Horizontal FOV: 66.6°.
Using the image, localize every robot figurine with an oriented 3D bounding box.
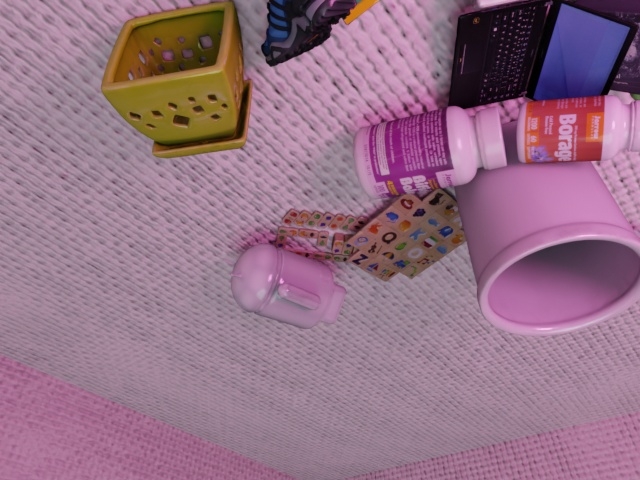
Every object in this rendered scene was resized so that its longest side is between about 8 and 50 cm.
[{"bbox_3d":[-0.104,0.131,1.395,0.353,0.200,0.300,21,175,-24],"label":"robot figurine"}]

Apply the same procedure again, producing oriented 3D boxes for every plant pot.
[{"bbox_3d":[-0.251,-0.297,0.949,0.228,0.227,0.207,-7,143,8],"label":"plant pot"}]

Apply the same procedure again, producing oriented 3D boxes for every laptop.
[{"bbox_3d":[0.401,-0.320,0.936,0.264,0.137,0.234,-11,147,2],"label":"laptop"}]

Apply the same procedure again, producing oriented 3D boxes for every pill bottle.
[{"bbox_3d":[0.236,-0.192,1.053,0.301,0.169,0.169,-8,137,24],"label":"pill bottle"},{"bbox_3d":[0.494,-0.211,0.927,0.216,0.121,0.121,2,141,28],"label":"pill bottle"}]

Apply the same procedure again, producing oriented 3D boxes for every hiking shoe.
[{"bbox_3d":[-0.042,-0.407,0.850,0.132,0.113,0.304,62,159,-11],"label":"hiking shoe"}]

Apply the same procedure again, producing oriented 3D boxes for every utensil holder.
[{"bbox_3d":[0.483,-0.037,1.087,0.327,0.386,0.328,1,137,1],"label":"utensil holder"}]

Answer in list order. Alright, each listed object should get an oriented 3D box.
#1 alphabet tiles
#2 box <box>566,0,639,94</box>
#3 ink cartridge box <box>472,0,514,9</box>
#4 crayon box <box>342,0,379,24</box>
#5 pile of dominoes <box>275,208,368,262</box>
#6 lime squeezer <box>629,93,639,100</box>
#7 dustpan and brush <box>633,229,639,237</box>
[{"bbox_3d":[0.251,-0.005,1.367,0.285,0.011,0.342,28,126,-33],"label":"alphabet tiles"},{"bbox_3d":[0.546,-0.366,0.888,0.093,0.156,0.158,-44,135,-18],"label":"box"},{"bbox_3d":[0.390,-0.542,0.781,0.296,0.066,0.261,-8,111,9],"label":"ink cartridge box"},{"bbox_3d":[0.030,-0.523,0.795,0.165,0.081,0.278,-27,130,27],"label":"crayon box"},{"bbox_3d":[0.000,0.000,1.388,0.251,0.040,0.196,6,137,-6],"label":"pile of dominoes"},{"bbox_3d":[0.678,-0.318,0.942,0.109,0.059,0.310,15,154,9],"label":"lime squeezer"},{"bbox_3d":[0.849,0.046,1.418,0.147,0.060,0.211,28,124,-24],"label":"dustpan and brush"}]
